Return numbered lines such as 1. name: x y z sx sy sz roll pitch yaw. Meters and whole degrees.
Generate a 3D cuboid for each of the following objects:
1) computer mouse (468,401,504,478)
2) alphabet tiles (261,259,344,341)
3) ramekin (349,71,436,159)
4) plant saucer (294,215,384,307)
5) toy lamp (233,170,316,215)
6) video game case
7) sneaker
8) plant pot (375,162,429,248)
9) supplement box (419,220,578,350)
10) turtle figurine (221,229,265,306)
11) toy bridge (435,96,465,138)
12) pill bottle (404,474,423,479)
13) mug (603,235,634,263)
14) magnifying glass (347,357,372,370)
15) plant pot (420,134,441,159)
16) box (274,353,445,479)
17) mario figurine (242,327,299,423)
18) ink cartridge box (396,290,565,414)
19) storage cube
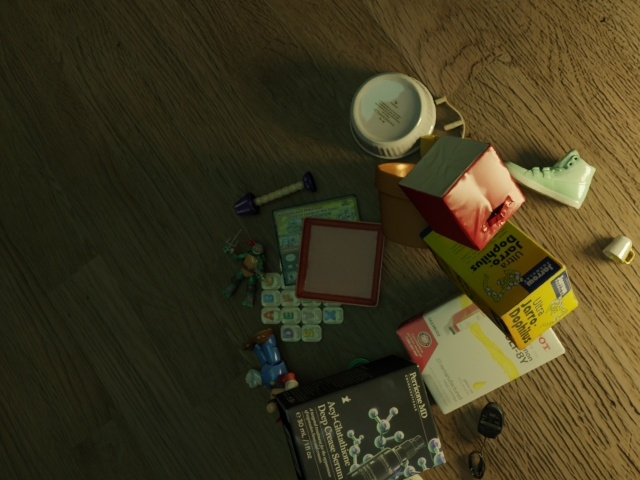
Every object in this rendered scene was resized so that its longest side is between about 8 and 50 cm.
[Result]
1. computer mouse: 0.492 0.593 1.805 0.071 0.041 0.242 18 99 23
2. alphabet tiles: -0.062 0.186 1.968 0.278 0.021 0.284 -1 88 15
3. ramekin: 0.214 -0.390 1.862 0.273 0.127 0.273 -1 88 14
4. plant saucer: 0.063 0.065 1.881 0.259 0.048 0.258 6 88 8
5. toy lamp: -0.150 -0.146 1.976 0.274 0.080 0.080 -18 84 11
6. video game case: 0.000 0.000 1.934 0.275 0.035 0.248 -11 86 6
7. sneaker: 0.659 -0.210 1.755 0.256 0.094 0.151 25 100 4
8. plant pot: 0.291 -0.100 1.768 0.291 0.291 0.203 12 107 15
9. supplement box: 0.455 0.072 1.577 0.195 0.194 0.356 -39 44 2
10. turtle figurine: -0.234 0.089 1.968 0.175 0.118 0.234 30 111 28
11. toy bridge: 0.410 -0.353 1.861 0.063 0.026 0.188 -19 85 12
12. pill bottle: 0.202 0.782 1.678 0.229 0.407 0.229 0 88 14
13. mug: 0.851 0.025 1.724 0.064 0.078 0.062 -53 44 -1
14. magnifying glass: 0.166 0.473 1.896 0.092 0.026 0.231 -34 81 11
15. plant pot: 0.351 -0.268 1.840 0.081 0.081 0.083 22 116 35
16. box: 0.106 0.533 1.723 0.395 0.212 0.293 -17 91 -13
17. mario figurine: -0.153 0.447 1.899 0.170 0.198 0.320 -28 77 -2
18. ink cartridge box: 0.457 0.280 1.756 0.384 0.160 0.279 -31 81 11
19. storage cube: 0.348 -0.123 1.497 0.183 0.215 0.193 -47 120 -7
